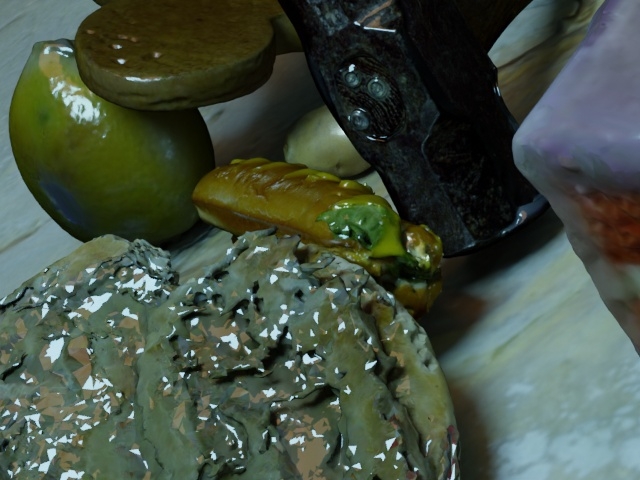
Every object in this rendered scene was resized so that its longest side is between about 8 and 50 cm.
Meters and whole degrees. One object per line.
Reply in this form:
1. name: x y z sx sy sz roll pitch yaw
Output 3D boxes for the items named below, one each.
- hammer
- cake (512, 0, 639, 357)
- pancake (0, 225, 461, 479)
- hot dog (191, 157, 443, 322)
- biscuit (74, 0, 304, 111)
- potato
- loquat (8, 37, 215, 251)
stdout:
1. hammer: 0.116 -0.172 1.355 0.095 0.242 0.409 -27 12 35
2. cake: 0.288 -0.034 0.903 0.309 0.237 0.230 9 53 50
3. pancake: -0.094 0.148 1.109 0.382 0.071 0.382 -11 56 16
4. hot dog: 0.000 0.000 1.270 0.072 0.115 0.269 -41 26 -17
5. biscuit: -0.048 -0.193 1.501 0.283 0.064 0.432 11 34 22
6. potato: 0.013 -0.079 1.429 0.083 0.062 0.068 -2 8 12
7. loquat: -0.166 -0.077 1.484 0.152 0.195 0.152 -25 18 8
